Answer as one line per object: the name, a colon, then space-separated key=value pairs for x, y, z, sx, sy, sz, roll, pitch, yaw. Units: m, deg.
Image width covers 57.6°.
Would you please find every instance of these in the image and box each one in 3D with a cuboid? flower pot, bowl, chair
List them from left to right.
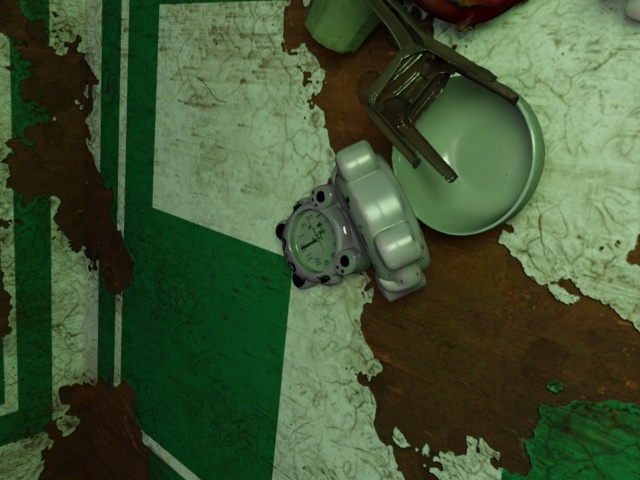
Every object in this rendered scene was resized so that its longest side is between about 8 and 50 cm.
flower pot: x=0.077 y=-0.513 z=1.218 sx=0.212 sy=0.212 sz=0.202 roll=60 pitch=144 yaw=18
chair: x=0.146 y=-0.281 z=0.989 sx=0.183 sy=0.176 sz=0.326 roll=-50 pitch=59 yaw=20
bowl: x=0.289 y=-0.157 z=1.089 sx=0.287 sy=0.144 sz=0.287 roll=8 pitch=102 yaw=41

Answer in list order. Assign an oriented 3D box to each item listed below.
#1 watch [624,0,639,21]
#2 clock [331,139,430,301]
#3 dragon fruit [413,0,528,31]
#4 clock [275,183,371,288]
watch: x=0.484 y=-0.486 z=0.856 sx=0.248 sy=0.211 sz=0.217 roll=-49 pitch=45 yaw=28
clock: x=0.117 y=-0.038 z=1.152 sx=0.113 sy=0.322 sz=0.295 roll=-25 pitch=76 yaw=3
dragon fruit: x=0.267 y=-0.486 z=0.995 sx=0.315 sy=0.250 sz=0.250 roll=-13 pitch=87 yaw=2
clock: x=0.000 y=0.000 z=1.420 sx=0.248 sy=0.090 sz=0.227 roll=-29 pitch=76 yaw=43
